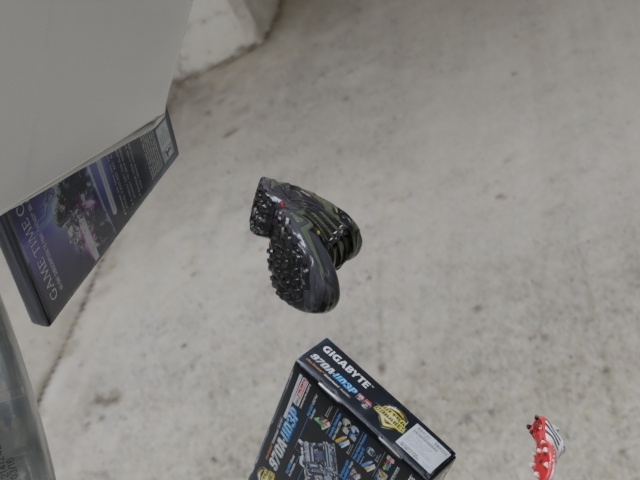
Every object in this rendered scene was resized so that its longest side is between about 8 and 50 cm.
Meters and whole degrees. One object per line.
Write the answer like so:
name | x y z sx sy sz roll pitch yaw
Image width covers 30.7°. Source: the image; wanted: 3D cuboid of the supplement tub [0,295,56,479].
supplement tub | -0.324 0.129 0.647 0.316 0.193 0.193 -17 23 -24

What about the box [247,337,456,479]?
box | 0.024 0.231 1.178 0.175 0.220 0.051 40 46 21

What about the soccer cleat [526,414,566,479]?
soccer cleat | 0.214 0.197 1.088 0.029 0.035 0.083 -55 15 27

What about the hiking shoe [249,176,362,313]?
hiking shoe | 0.000 0.000 1.247 0.114 0.086 0.227 4 31 -20

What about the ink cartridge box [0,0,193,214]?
ink cartridge box | -0.209 -0.215 0.365 0.166 0.395 0.285 -36 -18 -37

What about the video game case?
video game case | -0.228 -0.079 1.141 0.026 0.196 0.274 11 46 22
